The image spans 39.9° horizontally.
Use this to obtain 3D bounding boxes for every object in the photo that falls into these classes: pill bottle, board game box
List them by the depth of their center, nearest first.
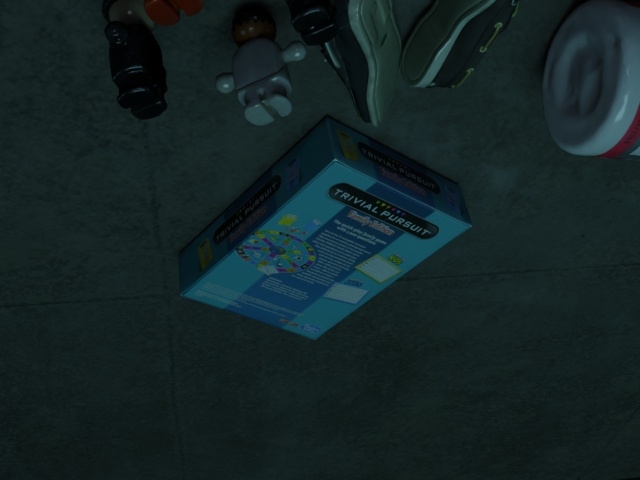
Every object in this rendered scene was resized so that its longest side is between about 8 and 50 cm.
[{"bbox_3d":[0.438,-0.173,1.024,0.318,0.176,0.176,4,141,-16],"label":"pill bottle"},{"bbox_3d":[0.000,0.000,1.237,0.254,0.079,0.336,23,132,-36],"label":"board game box"}]

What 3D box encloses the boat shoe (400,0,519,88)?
[{"bbox_3d":[0.169,-0.252,0.947,0.069,0.081,0.228,3,145,-29],"label":"boat shoe"}]

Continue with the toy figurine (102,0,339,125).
[{"bbox_3d":[-0.101,-0.225,0.855,0.209,0.148,0.213,0,150,-22],"label":"toy figurine"}]

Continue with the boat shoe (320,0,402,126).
[{"bbox_3d":[0.041,-0.215,0.983,0.079,0.084,0.233,19,158,22],"label":"boat shoe"}]
